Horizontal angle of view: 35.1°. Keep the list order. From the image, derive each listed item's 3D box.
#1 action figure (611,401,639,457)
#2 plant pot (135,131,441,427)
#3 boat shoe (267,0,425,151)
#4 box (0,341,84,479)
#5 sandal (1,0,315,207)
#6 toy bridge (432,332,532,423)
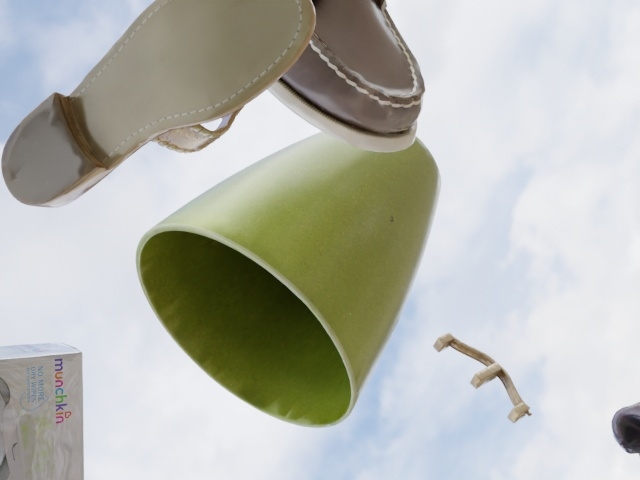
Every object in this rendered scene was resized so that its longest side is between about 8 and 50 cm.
[{"bbox_3d":[0.109,0.140,0.353,0.285,0.099,0.185,-10,-73,-14],"label":"action figure"},{"bbox_3d":[0.000,0.000,1.096,0.293,0.275,0.275,-49,-46,-33],"label":"plant pot"},{"bbox_3d":[-0.018,-0.203,0.749,0.116,0.324,0.097,-7,-37,-38],"label":"boat shoe"},{"bbox_3d":[-0.441,0.277,1.344,0.231,0.127,0.262,-1,-88,-30],"label":"box"},{"bbox_3d":[-0.095,-0.094,0.655,0.088,0.240,0.079,65,-159,11],"label":"sandal"},{"bbox_3d":[0.267,0.215,1.615,0.063,0.188,0.026,-18,-39,-43],"label":"toy bridge"}]
